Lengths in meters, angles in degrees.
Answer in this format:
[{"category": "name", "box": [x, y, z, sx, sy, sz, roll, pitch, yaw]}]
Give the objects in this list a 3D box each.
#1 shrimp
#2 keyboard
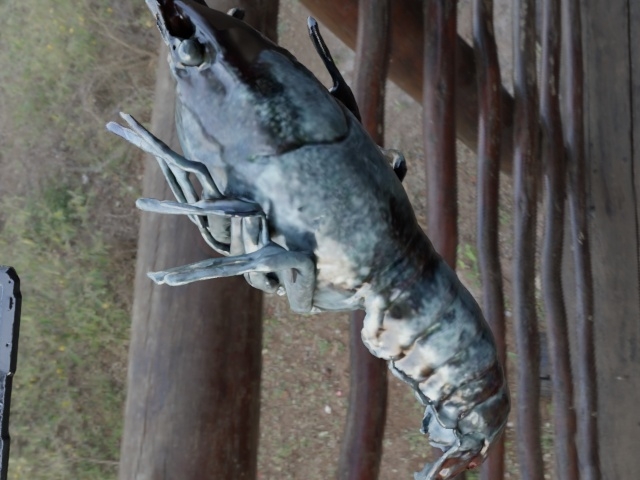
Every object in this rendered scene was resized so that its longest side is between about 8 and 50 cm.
[{"category": "shrimp", "box": [0.001, -0.004, 0.478, 0.410, 0.221, 0.166, 44, 134, -7]}, {"category": "keyboard", "box": [-0.340, 0.149, 0.676, 0.106, 0.016, 0.262, 7, 95, 5]}]
